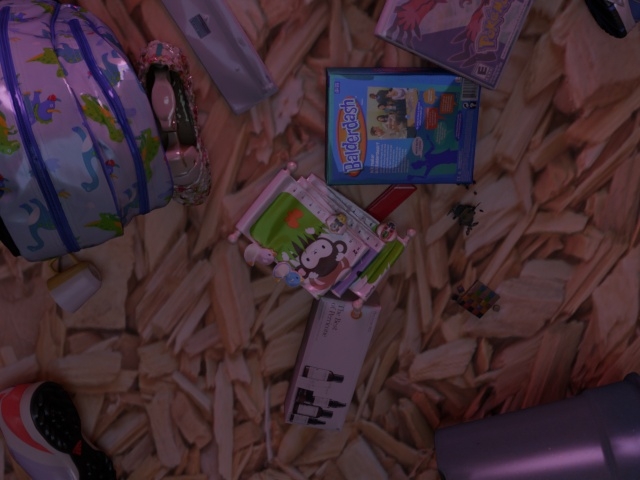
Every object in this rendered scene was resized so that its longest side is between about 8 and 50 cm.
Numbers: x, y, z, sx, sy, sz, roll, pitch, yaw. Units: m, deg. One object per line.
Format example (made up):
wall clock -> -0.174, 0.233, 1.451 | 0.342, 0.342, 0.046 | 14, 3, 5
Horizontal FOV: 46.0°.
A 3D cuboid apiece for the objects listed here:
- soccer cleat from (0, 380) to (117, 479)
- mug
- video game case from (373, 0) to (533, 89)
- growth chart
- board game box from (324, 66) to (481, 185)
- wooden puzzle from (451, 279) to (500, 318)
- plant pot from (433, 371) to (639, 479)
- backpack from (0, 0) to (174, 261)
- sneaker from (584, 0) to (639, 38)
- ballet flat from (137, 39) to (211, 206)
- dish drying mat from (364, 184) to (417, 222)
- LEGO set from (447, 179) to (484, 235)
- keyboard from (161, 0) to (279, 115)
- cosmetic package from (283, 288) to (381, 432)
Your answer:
soccer cleat -> -0.429, 0.363, 1.232 | 0.116, 0.108, 0.318 | -7, 118, 21
mug -> -0.363, 0.059, 1.112 | 0.064, 0.062, 0.078 | -35, 119, 3
video game case -> 0.186, -0.320, 0.963 | 0.183, 0.023, 0.201 | 20, 98, -19
growth chart -> 0.000, 0.000, 1.102 | 0.237, 0.021, 0.172 | 31, 93, -9
board game box -> 0.111, -0.159, 1.050 | 0.210, 0.047, 0.160 | -1, 113, -5
wooden puzzle -> 0.251, 0.094, 1.199 | 0.083, 0.006, 0.049 | 34, 108, -17
plant pot -> 0.365, 0.402, 1.190 | 0.334, 0.341, 0.341 | -10, 115, 9
backpack -> -0.305, -0.127, 0.868 | 0.273, 0.355, 0.290 | -7, 114, -2
sneaker -> 0.366, -0.366, 0.967 | 0.081, 0.080, 0.211 | -37, 121, 5
ballet flat -> -0.203, -0.146, 1.019 | 0.091, 0.077, 0.241 | -10, 115, 0
dish drying mat -> 0.103, -0.059, 1.118 | 0.083, 0.008, 0.032 | -43, 111, 14
LEGO set -> 0.217, -0.051, 1.127 | 0.054, 0.023, 0.083 | 12, 100, -12
keyboard -> -0.151, -0.288, 0.995 | 0.072, 0.014, 0.256 | -27, 113, 14
cosmetic package -> 0.016, 0.187, 1.196 | 0.099, 0.060, 0.239 | 11, 113, -10
